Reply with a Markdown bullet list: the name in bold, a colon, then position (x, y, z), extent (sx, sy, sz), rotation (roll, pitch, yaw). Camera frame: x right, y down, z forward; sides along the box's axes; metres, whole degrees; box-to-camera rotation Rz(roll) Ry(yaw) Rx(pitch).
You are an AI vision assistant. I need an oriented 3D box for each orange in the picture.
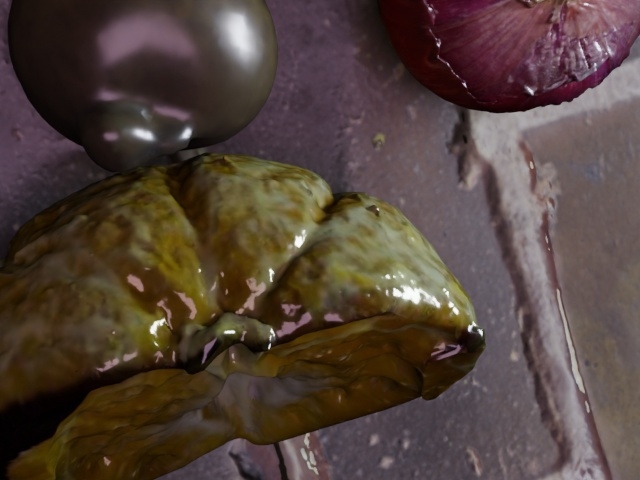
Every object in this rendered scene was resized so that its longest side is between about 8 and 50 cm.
- **orange**: position (-0.088, 0.053, 0.820), extent (0.368, 0.271, 0.210), rotation (-14, 62, -11)

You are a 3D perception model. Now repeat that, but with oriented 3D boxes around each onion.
- **onion**: position (0.156, -0.215, 0.867), extent (0.248, 0.161, 0.248), rotation (-2, 108, -6)

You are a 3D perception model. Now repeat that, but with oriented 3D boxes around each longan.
- **longan**: position (-0.122, -0.129, 0.792), extent (0.185, 0.204, 0.159), rotation (13, 140, -5)

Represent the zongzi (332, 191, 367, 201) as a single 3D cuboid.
- **zongzi**: position (0.000, 0.000, 0.933), extent (0.083, 0.040, 0.076), rotation (-5, 109, -2)
